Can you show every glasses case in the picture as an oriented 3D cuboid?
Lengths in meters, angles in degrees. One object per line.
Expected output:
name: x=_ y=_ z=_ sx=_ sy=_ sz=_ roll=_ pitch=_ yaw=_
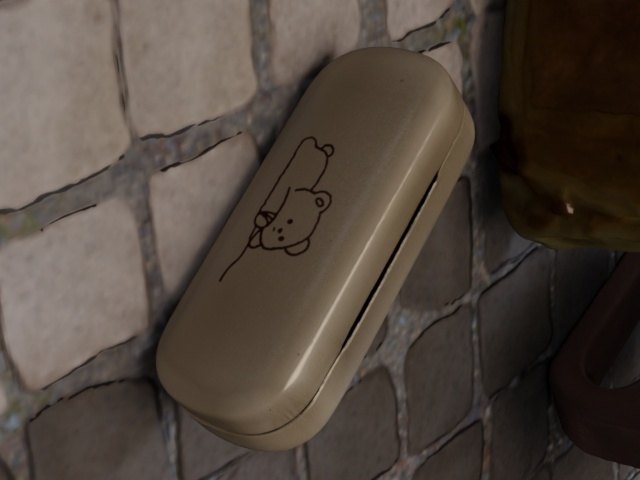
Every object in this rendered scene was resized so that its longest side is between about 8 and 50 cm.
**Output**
glasses case: x=0.000 y=0.000 z=0.597 sx=0.050 sy=0.083 sz=0.196 roll=49 pitch=62 yaw=-45

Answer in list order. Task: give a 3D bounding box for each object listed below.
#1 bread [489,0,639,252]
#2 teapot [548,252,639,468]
bread: x=0.262 y=-0.166 z=0.703 sx=0.191 sy=0.314 sz=0.370 roll=-17 pitch=110 yaw=-57
teapot: x=0.353 y=0.067 z=0.826 sx=0.362 sy=0.376 sz=0.305 roll=-50 pitch=136 yaw=-33
